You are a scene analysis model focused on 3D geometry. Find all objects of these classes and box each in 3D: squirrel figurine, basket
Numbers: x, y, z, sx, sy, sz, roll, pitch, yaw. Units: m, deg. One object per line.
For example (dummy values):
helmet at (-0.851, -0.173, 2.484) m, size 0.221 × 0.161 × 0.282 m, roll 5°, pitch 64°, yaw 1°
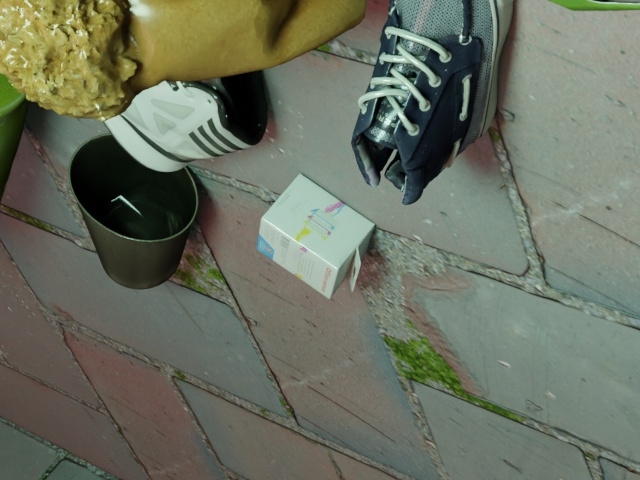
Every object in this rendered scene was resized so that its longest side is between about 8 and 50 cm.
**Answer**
squirrel figurine at (-0.201, -0.334, 1.581) m, size 0.281 × 0.397 × 0.370 m, roll 27°, pitch 140°, yaw 46°
basket at (-0.274, -0.030, 2.430) m, size 0.204 × 0.154 × 0.227 m, roll 35°, pitch 158°, yaw 12°

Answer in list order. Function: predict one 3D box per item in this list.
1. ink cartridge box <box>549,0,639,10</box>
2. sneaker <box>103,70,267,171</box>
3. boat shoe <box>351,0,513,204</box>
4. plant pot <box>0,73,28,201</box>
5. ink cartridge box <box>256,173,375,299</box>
ink cartridge box at (0.219, -0.283, 1.437) m, size 0.255 × 0.097 × 0.189 m, roll 16°, pitch 174°, yaw -41°
sneaker at (-0.229, -0.259, 2.001) m, size 0.257 × 0.169 × 0.447 m, roll -7°, pitch 142°, yaw 45°
boat shoe at (0.105, -0.177, 1.664) m, size 0.127 × 0.158 × 0.340 m, roll 27°, pitch 152°, yaw 25°
plant pot at (-0.580, -0.207, 2.378) m, size 0.366 × 0.366 × 0.353 m, roll 43°, pitch 143°, yaw -5°
ink cartridge box at (0.000, 0.000, 2.167) m, size 0.143 × 0.090 × 0.092 m, roll 34°, pitch 154°, yaw 10°
